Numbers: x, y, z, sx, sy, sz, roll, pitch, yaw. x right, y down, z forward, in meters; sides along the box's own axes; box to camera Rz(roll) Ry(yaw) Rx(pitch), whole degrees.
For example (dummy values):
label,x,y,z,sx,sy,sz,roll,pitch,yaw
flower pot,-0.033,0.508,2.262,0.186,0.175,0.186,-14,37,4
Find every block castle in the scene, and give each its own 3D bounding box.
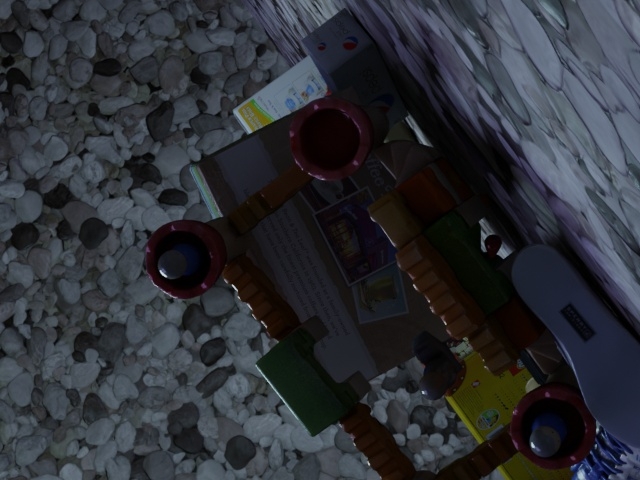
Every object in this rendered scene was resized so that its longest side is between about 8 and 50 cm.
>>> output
label,x,y,z,sx,sy,sz,roll,pitch,yaw
block castle,0.060,0.095,1.418,0.453,0.303,0.213,53,-161,3

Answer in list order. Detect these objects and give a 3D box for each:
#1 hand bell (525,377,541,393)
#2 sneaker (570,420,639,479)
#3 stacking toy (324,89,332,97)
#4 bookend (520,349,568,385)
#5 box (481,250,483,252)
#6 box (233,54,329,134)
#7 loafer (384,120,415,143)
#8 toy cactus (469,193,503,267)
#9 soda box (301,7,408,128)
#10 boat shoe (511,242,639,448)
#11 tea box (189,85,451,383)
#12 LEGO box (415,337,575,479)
label,x,y,z,sx,sy,sz,roll,pitch,yaw
hand bell,0.351,0.196,2.190,0.126,0.126,0.242,53,-166,-53
sneaker,0.337,0.241,1.475,0.112,0.131,0.296,57,-179,34
stacking toy,-0.021,-0.126,2.243,0.165,0.302,0.175,55,-178,36
bookend,0.313,0.153,1.812,0.156,0.072,0.157,53,-179,-25
box,0.125,0.070,2.320,0.073,0.295,0.293,54,-178,-34
box,-0.042,-0.241,2.375,0.103,0.203,0.114,54,-179,1
loafer,0.110,-0.154,1.981,0.148,0.056,0.050,38,-167,-50
toy cactus,0.229,0.039,1.662,0.180,0.112,0.219,34,170,23
soda box,0.049,-0.213,1.779,0.069,0.074,0.216,54,180,27
boat shoe,0.270,0.101,1.335,0.228,0.080,0.076,52,-165,12
tea box,0.000,0.000,1.733,0.329,0.220,0.323,63,174,-5
LEGO box,0.310,0.236,2.588,0.500,0.193,0.372,54,-179,-41
